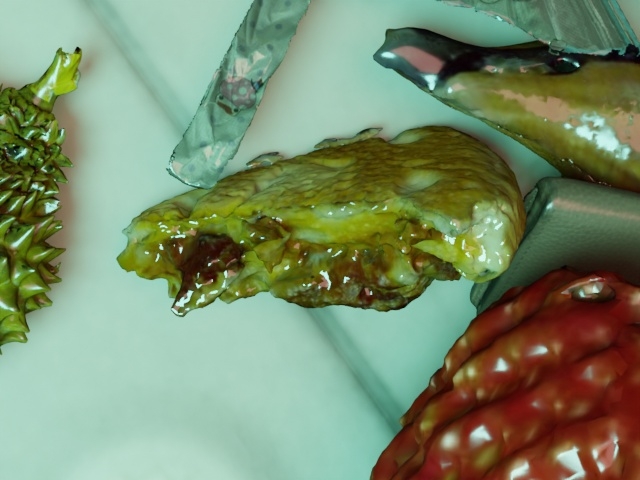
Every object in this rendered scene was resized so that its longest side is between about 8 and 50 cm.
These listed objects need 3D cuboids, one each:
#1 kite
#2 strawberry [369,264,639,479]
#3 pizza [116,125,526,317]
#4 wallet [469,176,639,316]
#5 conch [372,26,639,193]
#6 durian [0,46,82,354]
[{"bbox_3d":[0.004,-0.160,0.547,0.335,0.011,0.314,20,71,-1],"label":"kite"},{"bbox_3d":[0.149,0.204,0.468,0.312,0.267,0.351,37,61,-23],"label":"strawberry"},{"bbox_3d":[0.000,0.001,0.531,0.193,0.154,0.069,-11,111,4],"label":"pizza"},{"bbox_3d":[0.162,0.019,0.573,0.152,0.118,0.039,10,49,-13],"label":"wallet"},{"bbox_3d":[0.144,-0.064,0.579,0.232,0.080,0.086,37,42,-17],"label":"conch"},{"bbox_3d":[-0.174,-0.013,0.479,0.208,0.102,0.146,-43,94,-17],"label":"durian"}]
